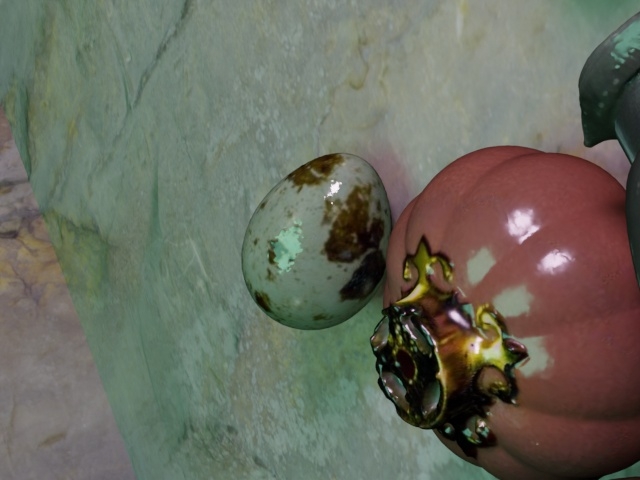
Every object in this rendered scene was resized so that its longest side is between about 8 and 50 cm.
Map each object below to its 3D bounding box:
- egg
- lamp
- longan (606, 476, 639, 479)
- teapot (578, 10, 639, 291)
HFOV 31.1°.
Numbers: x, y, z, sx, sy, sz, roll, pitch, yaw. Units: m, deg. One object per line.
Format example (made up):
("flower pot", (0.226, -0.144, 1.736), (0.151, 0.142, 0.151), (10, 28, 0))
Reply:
("egg", (0.000, 0.000, 1.322), (0.169, 0.169, 0.231), (51, 133, 36))
("lamp", (0.164, 0.072, 0.990), (0.305, 0.240, 0.305), (34, 132, 49))
("longan", (0.247, 0.367, 0.898), (0.336, 0.404, 0.404), (-83, -1, -56))
("teapot", (0.297, -0.071, 0.725), (0.305, 0.223, 0.285), (117, 137, -54))
